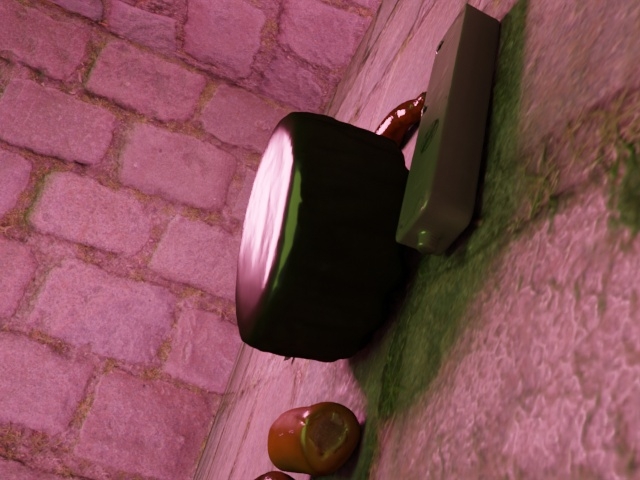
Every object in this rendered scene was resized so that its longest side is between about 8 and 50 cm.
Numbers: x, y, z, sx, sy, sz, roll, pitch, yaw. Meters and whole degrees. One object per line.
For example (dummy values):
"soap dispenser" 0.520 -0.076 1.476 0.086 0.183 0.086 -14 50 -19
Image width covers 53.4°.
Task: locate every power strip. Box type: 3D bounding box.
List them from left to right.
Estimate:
"power strip" 0.158 -0.138 0.770 0.091 0.062 0.385 123 167 -54

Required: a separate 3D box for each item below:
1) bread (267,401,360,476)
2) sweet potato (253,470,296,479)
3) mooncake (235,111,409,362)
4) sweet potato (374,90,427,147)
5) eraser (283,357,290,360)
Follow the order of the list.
"bread" -0.018 0.261 0.849 0.092 0.074 0.239 -47 -1 -24
"sweet potato" -0.075 0.374 0.883 0.108 0.079 0.346 -51 7 -28
"mooncake" 0.000 0.000 0.935 0.356 0.194 0.356 -170 90 -74
"sweet potato" 0.130 -0.197 1.136 0.264 0.057 0.057 126 163 -67
"eraser" -0.056 0.227 1.430 0.027 0.019 0.099 -37 -30 -79
